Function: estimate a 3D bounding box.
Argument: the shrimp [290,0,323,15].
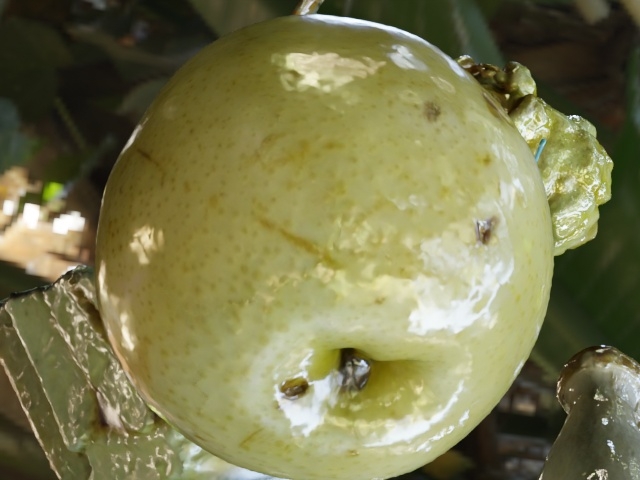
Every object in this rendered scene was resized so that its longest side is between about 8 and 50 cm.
[{"bbox_3d":[0.000,-0.187,1.459,0.083,0.023,0.114,-48,158,-20],"label":"shrimp"}]

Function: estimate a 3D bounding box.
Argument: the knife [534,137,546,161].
[{"bbox_3d":[0.212,-0.075,1.638,0.091,0.005,0.014,104,13,-57],"label":"knife"}]

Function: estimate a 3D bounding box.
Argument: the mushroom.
[{"bbox_3d":[0.263,0.231,1.537,0.350,0.128,0.128,-74,-173,-55],"label":"mushroom"}]

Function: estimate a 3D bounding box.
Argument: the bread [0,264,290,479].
[{"bbox_3d":[-0.158,0.149,1.671,0.395,0.239,0.264,-20,-99,48],"label":"bread"}]

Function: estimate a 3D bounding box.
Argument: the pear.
[{"bbox_3d":[0.000,0.000,1.086,0.309,0.309,0.309,-171,-90,-70],"label":"pear"}]

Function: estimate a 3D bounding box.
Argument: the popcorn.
[{"bbox_3d":[0.209,-0.094,1.977,0.252,0.286,0.215,67,40,-69],"label":"popcorn"}]
